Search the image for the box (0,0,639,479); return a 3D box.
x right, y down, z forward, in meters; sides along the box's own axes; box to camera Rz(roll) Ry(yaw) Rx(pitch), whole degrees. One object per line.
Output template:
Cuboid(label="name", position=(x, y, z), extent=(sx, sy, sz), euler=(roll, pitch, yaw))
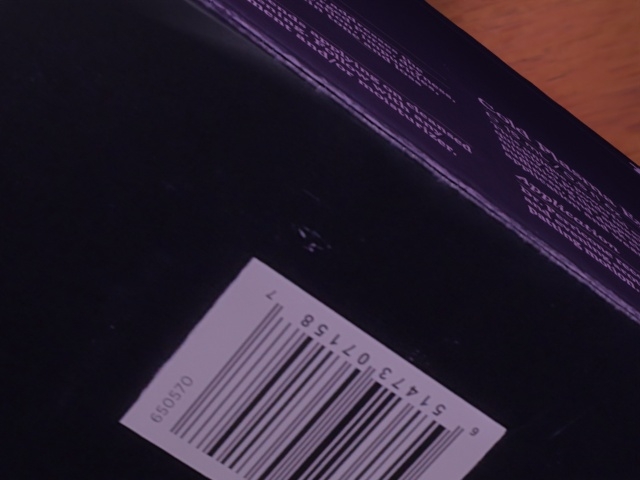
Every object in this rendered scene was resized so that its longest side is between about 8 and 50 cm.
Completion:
Cuboid(label="box", position=(0.000, 0.000, 0.506), extent=(0.343, 0.312, 0.179), euler=(35, 109, -14))
